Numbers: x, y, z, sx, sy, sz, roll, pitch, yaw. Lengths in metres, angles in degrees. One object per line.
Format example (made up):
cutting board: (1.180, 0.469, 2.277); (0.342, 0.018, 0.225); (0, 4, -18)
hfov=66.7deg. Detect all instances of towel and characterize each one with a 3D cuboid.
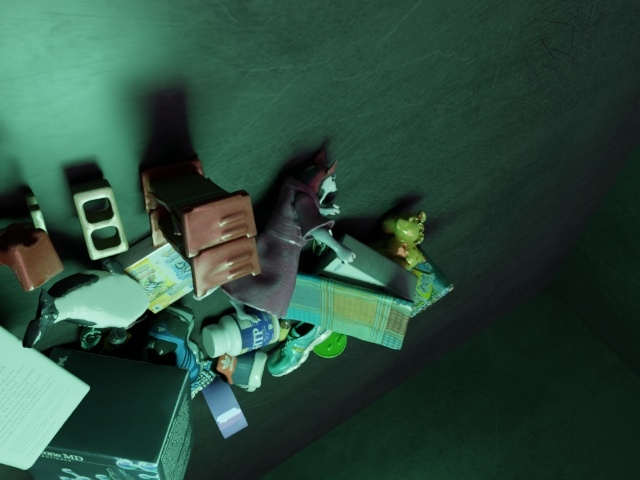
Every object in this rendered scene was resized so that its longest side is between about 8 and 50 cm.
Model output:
towel: (0.051, 0.188, 1.312); (0.271, 0.371, 0.040); (87, 20, -55)

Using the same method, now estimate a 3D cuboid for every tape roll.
tape roll: (-0.303, 0.512, 1.517); (0.080, 0.189, 0.188); (-25, 149, -17)

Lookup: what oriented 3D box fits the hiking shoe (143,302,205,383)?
hiking shoe: (-0.360, 0.275, 1.158); (0.303, 0.113, 0.132); (92, 17, -45)

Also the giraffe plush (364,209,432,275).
giraffe plush: (0.221, -0.002, 1.368); (0.181, 0.211, 0.170); (-60, 156, -64)

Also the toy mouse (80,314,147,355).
toy mouse: (-0.464, 0.191, 1.053); (0.161, 0.031, 0.143); (-33, 151, -6)

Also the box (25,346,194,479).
box: (-0.462, 0.452, 1.102); (0.294, 0.211, 0.395); (10, 135, -2)

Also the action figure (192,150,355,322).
action figure: (-0.078, -0.023, 1.032); (0.276, 0.248, 0.369); (20, 97, -16)

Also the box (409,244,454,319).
box: (0.265, 0.099, 1.471); (0.159, 0.233, 0.044); (-36, 150, 0)

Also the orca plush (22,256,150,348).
orca plush: (-0.403, 0.118, 0.813); (0.102, 0.151, 0.287); (-13, -170, 8)

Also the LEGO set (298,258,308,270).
LEGO set: (-0.068, 0.062, 1.295); (0.054, 0.023, 0.083); (-43, 137, 8)

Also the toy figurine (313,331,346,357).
toy figurine: (0.031, 0.351, 1.747); (0.173, 0.130, 0.159); (-52, 171, -22)

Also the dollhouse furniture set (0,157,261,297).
dollhouse furniture set: (-0.306, 0.005, 0.741); (0.375, 0.201, 0.152); (-19, 124, -28)

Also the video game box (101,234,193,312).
video game box: (-0.304, 0.050, 1.003); (0.205, 0.048, 0.187); (-33, 148, -6)

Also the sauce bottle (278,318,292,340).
sauce bottle: (-0.111, 0.263, 1.509); (0.042, 0.042, 0.128); (-13, 145, -35)

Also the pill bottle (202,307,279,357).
pill bottle: (-0.215, 0.247, 1.310); (0.187, 0.112, 0.112); (-13, 143, -35)

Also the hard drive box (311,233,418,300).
hard drive box: (0.110, 0.108, 1.296); (0.181, 0.232, 0.089); (-48, -165, 51)

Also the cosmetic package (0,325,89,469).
cosmetic package: (-0.550, 0.158, 0.675); (0.161, 0.230, 0.453); (-59, 161, -29)

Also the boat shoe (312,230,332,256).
boat shoe: (0.000, 0.000, 1.249); (0.038, 0.046, 0.125); (-29, 158, -21)

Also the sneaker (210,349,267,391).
sneaker: (-0.250, 0.374, 1.458); (0.148, 0.131, 0.350); (14, 158, -6)

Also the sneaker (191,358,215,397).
sneaker: (-0.386, 0.426, 1.448); (0.071, 0.083, 0.190); (45, 80, -18)

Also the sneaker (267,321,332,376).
sneaker: (-0.082, 0.326, 1.595); (0.275, 0.107, 0.110); (-47, 138, 2)
